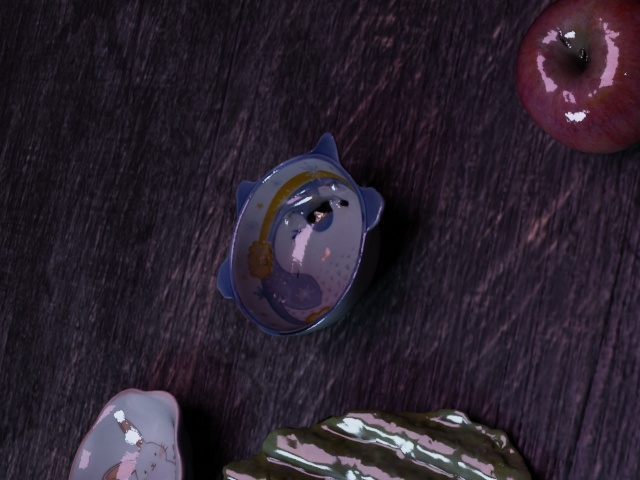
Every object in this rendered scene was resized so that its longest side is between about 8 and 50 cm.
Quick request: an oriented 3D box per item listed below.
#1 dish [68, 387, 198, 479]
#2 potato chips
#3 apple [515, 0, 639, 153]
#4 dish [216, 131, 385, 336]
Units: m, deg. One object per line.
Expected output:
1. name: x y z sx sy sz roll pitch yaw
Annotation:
1. dish: -0.212 0.293 1.441 0.229 0.081 0.229 -24 54 37
2. potato chips: 0.024 0.350 1.154 0.389 0.097 0.373 -7 74 16
3. apple: 0.261 -0.155 1.105 0.153 0.120 0.153 -6 80 38
4. dish: 0.000 0.000 1.325 0.236 0.086 0.228 2 79 43
